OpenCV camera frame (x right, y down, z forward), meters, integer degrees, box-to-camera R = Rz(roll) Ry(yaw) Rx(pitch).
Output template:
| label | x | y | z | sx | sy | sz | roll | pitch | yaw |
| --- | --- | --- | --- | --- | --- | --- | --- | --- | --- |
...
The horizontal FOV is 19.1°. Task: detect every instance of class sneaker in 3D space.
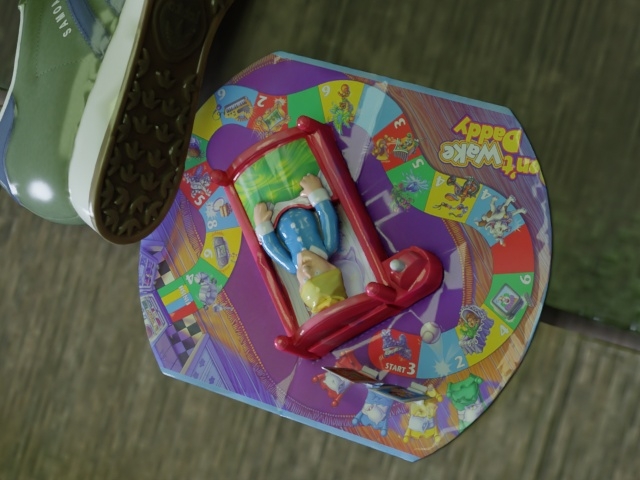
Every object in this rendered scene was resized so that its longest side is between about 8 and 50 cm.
| label | x | y | z | sx | sy | sz | roll | pitch | yaw |
| --- | --- | --- | --- | --- | --- | --- | --- | --- | --- |
| sneaker | -0.079 | -0.098 | 0.732 | 0.086 | 0.064 | 0.192 | 15 | 83 | 35 |

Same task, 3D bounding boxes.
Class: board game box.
| label | x | y | z | sx | sy | sz | roll | pitch | yaw |
| --- | --- | --- | --- | --- | --- | --- | --- | --- | --- |
| board game box | 0.000 | 0.000 | 0.696 | 0.168 | 0.033 | 0.133 | 17 | 89 | 26 |
